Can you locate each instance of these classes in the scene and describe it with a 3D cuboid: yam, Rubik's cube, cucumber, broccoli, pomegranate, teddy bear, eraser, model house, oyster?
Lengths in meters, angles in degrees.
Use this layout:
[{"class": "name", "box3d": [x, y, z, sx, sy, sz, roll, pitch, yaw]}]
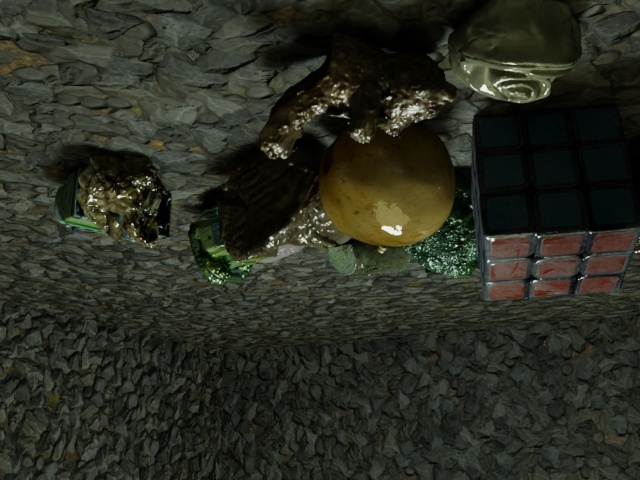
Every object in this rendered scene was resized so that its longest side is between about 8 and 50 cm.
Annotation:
[{"class": "yam", "box3d": [0.154, 0.033, 2.205, 0.254, 0.154, 0.154, -1, 164, -19]}, {"class": "Rubik's cube", "box3d": [0.479, -0.072, 1.580, 0.304, 0.301, 0.304, -4, 151, 7]}, {"class": "cucumber", "box3d": [-0.223, -0.101, 1.929, 0.265, 0.077, 0.077, -8, 161, 35]}, {"class": "broccoli", "box3d": [0.337, -0.057, 1.905, 0.254, 0.269, 0.269, 40, 172, 17]}, {"class": "pomegranate", "box3d": [0.133, -0.125, 1.554, 0.307, 0.308, 0.307, 0, 163, 0]}, {"class": "teddy bear", "box3d": [0.059, -0.231, 1.296, 0.222, 0.246, 0.296, 36, 112, -14]}, {"class": "eraser", "box3d": [-0.204, 0.030, 2.360, 0.243, 0.059, 0.204, 8, 161, -37]}, {"class": "model house", "box3d": [-0.225, 0.009, 2.069, 0.189, 0.195, 0.214, -21, 166, 32]}, {"class": "oyster", "box3d": [-0.461, -0.095, 1.743, 0.222, 0.214, 0.083, 4, -164, -37]}]

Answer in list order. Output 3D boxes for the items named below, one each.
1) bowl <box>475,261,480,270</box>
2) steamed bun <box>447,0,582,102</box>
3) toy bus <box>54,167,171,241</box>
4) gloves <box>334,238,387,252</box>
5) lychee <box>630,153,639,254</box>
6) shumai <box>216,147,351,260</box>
[{"class": "bowl", "box3d": [0.525, 0.035, 2.195, 0.313, 0.146, 0.313, 18, -177, -1]}, {"class": "steamed bun", "box3d": [0.322, -0.292, 1.210, 0.211, 0.145, 0.218, 11, 160, -32]}, {"class": "toy bus", "box3d": [-0.530, -0.080, 1.887, 0.164, 0.134, 0.276, -13, 160, 41]}, {"class": "gloves", "box3d": [0.095, -0.041, 1.973, 0.197, 0.153, 0.301, -7, -169, -20]}, {"class": "lychee", "box3d": [0.788, -0.088, 1.659, 0.304, 0.276, 0.275, 1, 168, 41]}, {"class": "shumai", "box3d": [-0.064, -0.087, 1.779, 0.283, 0.217, 0.346, -5, 146, -43]}]
